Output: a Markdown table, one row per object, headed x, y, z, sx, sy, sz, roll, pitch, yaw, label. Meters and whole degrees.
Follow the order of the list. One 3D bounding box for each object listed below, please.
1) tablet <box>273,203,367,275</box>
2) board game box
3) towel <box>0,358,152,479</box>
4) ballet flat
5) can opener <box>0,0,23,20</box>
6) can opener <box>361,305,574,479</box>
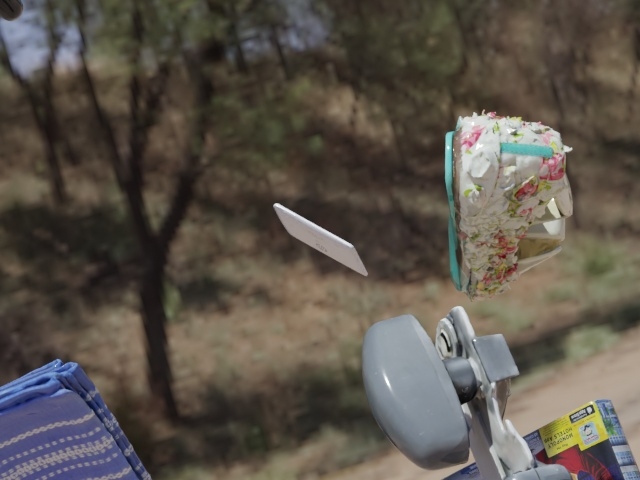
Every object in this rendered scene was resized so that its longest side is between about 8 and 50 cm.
| x | y | z | sx | sy | sz | roll | pitch | yaw | label |
| --- | --- | --- | --- | --- | --- | --- | --- | --- | --- |
| 0.000 | 0.000 | 1.453 | 0.006 | 0.083 | 0.054 | -53 | -29 | -14 | tablet |
| 0.186 | 0.242 | 1.330 | 0.060 | 0.194 | 0.194 | -2 | -24 | -44 | board game box |
| -0.244 | 0.262 | 1.491 | 0.243 | 0.336 | 0.040 | -24 | 36 | 3 | towel |
| 0.116 | -0.013 | 1.094 | 0.077 | 0.091 | 0.241 | -2 | -12 | 4 | ballet flat |
| -0.321 | -0.247 | 1.509 | 0.073 | 0.059 | 0.186 | -45 | -38 | 6 | can opener |
| 0.098 | 0.165 | 0.993 | 0.095 | 0.283 | 0.076 | -11 | -31 | -14 | can opener |
